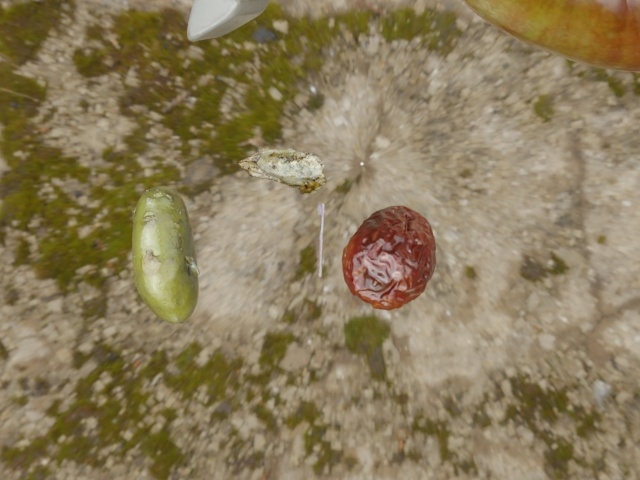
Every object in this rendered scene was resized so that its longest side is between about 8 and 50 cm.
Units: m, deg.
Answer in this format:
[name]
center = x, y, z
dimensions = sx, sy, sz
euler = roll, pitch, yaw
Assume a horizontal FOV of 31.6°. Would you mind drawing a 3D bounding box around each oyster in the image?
[oyster]
center = -0.054, -0.112, 1.738
dimensions = 0.132, 0.029, 0.086
euler = 29, 56, 1

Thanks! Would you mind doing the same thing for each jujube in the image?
[jujube]
center = 0.093, 0.017, 1.462
dimensions = 0.109, 0.176, 0.112
euler = -16, 108, 26

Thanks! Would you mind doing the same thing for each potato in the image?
[potato]
center = -0.202, 0.014, 1.483
dimensions = 0.085, 0.105, 0.188
euler = -11, 71, 13

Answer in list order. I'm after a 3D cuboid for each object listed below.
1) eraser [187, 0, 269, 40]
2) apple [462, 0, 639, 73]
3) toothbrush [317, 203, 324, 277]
[eraser]
center = -0.052, -0.357, 1.113
dimensions = 0.061, 0.089, 0.351
euler = 25, 112, 15
[apple]
center = 0.247, -0.324, 0.826
dimensions = 0.400, 0.400, 0.333
euler = 28, 53, 0
[toothbrush]
center = 0.000, 0.000, 1.462
dimensions = 0.008, 0.006, 0.097
euler = 2, 86, -26
